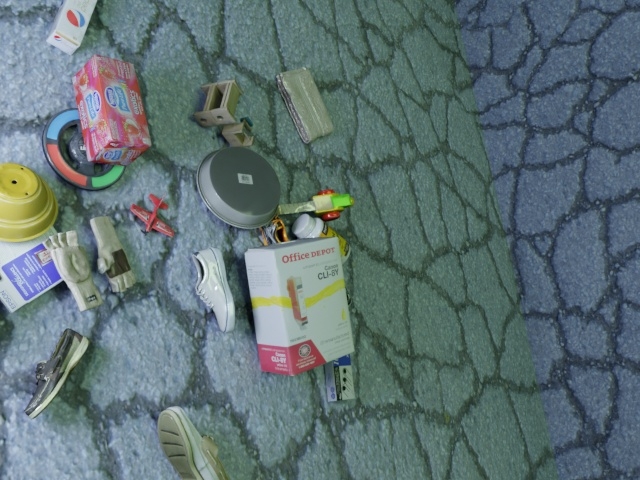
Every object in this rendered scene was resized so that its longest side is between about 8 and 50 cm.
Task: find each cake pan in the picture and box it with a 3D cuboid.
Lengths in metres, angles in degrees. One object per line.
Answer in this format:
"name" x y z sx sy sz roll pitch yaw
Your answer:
"cake pan" -0.250 -0.180 1.916 0.293 0.054 0.294 17 56 -27

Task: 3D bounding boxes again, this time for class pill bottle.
"pill bottle" 0.000 0.000 2.120 0.215 0.117 0.117 39 50 -31

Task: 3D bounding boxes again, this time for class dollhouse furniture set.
"dollhouse furniture set" -0.308 -0.408 1.962 0.184 0.128 0.130 55 37 -53

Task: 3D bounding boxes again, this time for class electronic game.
"electronic game" -0.624 -0.243 1.595 0.229 0.048 0.230 19 62 -42

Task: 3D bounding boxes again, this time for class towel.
"towel" -0.054 -0.526 2.310 0.187 0.049 0.283 -33 101 -47

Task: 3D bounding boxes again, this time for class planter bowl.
"planter bowl" -0.709 -0.112 1.375 0.217 0.090 0.217 21 47 -24

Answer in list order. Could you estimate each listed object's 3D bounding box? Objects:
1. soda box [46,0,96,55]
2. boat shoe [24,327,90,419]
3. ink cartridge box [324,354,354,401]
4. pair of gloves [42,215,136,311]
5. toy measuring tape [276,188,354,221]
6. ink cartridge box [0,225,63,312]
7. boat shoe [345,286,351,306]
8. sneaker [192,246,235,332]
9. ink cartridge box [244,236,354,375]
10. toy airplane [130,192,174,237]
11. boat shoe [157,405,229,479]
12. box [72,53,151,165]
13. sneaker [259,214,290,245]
"soda box" -0.683 -0.626 1.659 0.073 0.069 0.216 28 57 -37
"boat shoe" -0.621 0.301 1.381 0.073 0.080 0.224 43 43 -21
"ink cartridge box" 0.061 0.447 2.074 0.097 0.046 0.207 8 70 -46
"pair of gloves" -0.569 0.055 1.503 0.204 0.042 0.240 67 22 -9
"toy measuring tape" -0.028 -0.118 2.174 0.329 0.121 0.122 -10 83 -26
"ink cartridge box" -0.707 0.035 1.405 0.206 0.045 0.208 60 41 -12
"boat shoe" 0.026 0.136 2.108 0.301 0.102 0.108 47 47 -24
"sneaker" -0.320 0.150 1.760 0.091 0.094 0.258 -10 78 -30
"ink cartridge box" -0.063 0.195 1.884 0.279 0.160 0.385 -12 95 -41
"toy airplane" -0.476 -0.075 1.706 0.151 0.028 0.151 20 62 -43
"boat shoe" -0.331 0.559 1.574 0.103 0.113 0.303 -33 111 -49
"box" -0.556 -0.342 1.590 0.122 0.128 0.257 2 68 -50
"sneaker" -0.163 -0.058 1.994 0.084 0.083 0.215 -31 98 -46
